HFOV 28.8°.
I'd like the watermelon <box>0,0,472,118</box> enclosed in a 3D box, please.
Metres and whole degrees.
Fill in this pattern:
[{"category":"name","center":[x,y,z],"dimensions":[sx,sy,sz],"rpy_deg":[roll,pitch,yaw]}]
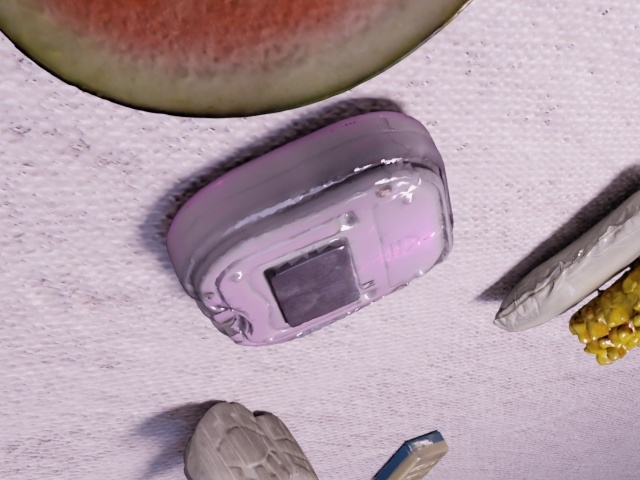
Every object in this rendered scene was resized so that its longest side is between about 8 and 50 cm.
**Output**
[{"category":"watermelon","center":[0.008,-0.167,0.526],"dimensions":[0.303,0.159,0.128],"rpy_deg":[-38,-167,24]}]

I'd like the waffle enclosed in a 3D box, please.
[{"category":"waffle","center":[0.337,0.046,1.243],"dimensions":[0.193,0.070,0.197],"rpy_deg":[-40,174,2]}]

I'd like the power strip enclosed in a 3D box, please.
[{"category":"power strip","center":[0.117,0.288,1.600],"dimensions":[0.056,0.032,0.123],"rpy_deg":[-14,152,-31]}]

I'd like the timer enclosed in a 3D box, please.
[{"category":"timer","center":[0.000,0.000,0.856],"dimensions":[0.190,0.069,0.208],"rpy_deg":[-25,157,0]}]

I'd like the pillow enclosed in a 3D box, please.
[{"category":"pillow","center":[0.264,0.014,1.185],"dimensions":[0.128,0.051,0.229],"rpy_deg":[-17,159,-51]}]

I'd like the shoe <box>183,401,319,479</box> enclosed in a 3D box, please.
[{"category":"shoe","center":[-0.091,0.225,1.166],"dimensions":[0.125,0.099,0.227],"rpy_deg":[-36,159,11]}]
